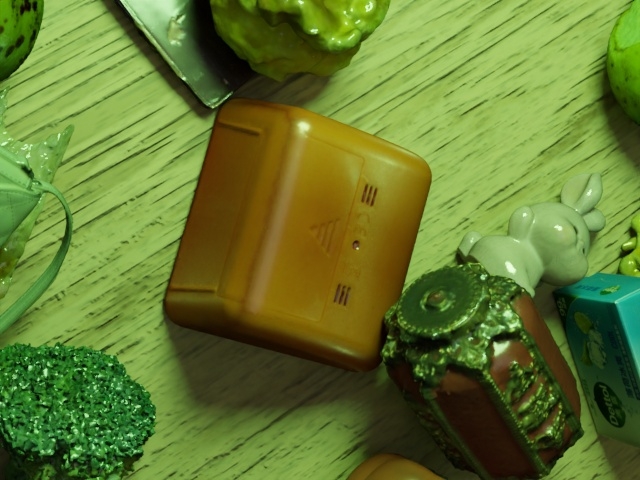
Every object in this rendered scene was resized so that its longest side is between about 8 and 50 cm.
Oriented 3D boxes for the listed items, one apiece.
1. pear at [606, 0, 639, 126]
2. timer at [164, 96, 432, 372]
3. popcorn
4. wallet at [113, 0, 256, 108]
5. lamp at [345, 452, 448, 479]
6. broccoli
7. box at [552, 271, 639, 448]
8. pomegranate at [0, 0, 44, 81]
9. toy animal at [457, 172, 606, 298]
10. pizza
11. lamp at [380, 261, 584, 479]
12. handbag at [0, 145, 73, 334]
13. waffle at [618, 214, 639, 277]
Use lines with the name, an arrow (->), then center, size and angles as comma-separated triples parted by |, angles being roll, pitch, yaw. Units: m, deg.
pear -> 0.468, -0.237, 1.231 | 0.238, 0.164, 0.256 | 23, 89, -28
timer -> 0.000, 0.000, 1.099 | 0.250, 0.161, 0.258 | 18, 85, -34
popcorn -> -0.026, -0.262, 1.049 | 0.197, 0.155, 0.198 | 11, 68, -27
wallet -> -0.143, -0.230, 1.084 | 0.095, 0.026, 0.176 | -46, 107, -19
lamp -> 0.094, 0.326, 1.094 | 0.187, 0.187, 0.164 | 39, 77, -16
broccoli -> -0.265, 0.199, 1.006 | 0.219, 0.194, 0.194 | 2, 90, -42
box -> 0.364, 0.141, 1.206 | 0.073, 0.139, 0.194 | -22, 98, -16
pomegranate -> -0.362, -0.208, 0.944 | 0.198, 0.246, 0.198 | 14, 49, -17
toy animal -> 0.270, -0.001, 1.185 | 0.212, 0.124, 0.124 | -34, 101, -12
pizza -> -0.348, -0.036, 1.011 | 0.262, 0.034, 0.181 | -45, 104, -13
lamp -> 0.175, 0.147, 1.098 | 0.177, 0.177, 0.274 | -46, 129, -13
handbag -> -0.361, 0.014, 0.944 | 0.256, 0.079, 0.219 | -48, 129, 6
waffle -> 0.515, 0.043, 1.299 | 0.329, 0.062, 0.329 | 0, 91, -20
